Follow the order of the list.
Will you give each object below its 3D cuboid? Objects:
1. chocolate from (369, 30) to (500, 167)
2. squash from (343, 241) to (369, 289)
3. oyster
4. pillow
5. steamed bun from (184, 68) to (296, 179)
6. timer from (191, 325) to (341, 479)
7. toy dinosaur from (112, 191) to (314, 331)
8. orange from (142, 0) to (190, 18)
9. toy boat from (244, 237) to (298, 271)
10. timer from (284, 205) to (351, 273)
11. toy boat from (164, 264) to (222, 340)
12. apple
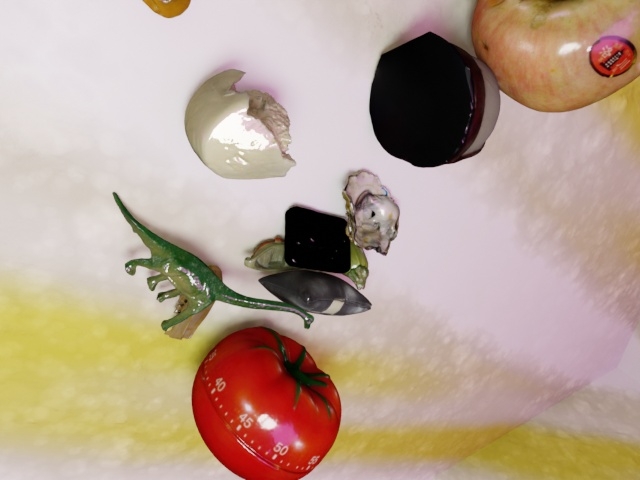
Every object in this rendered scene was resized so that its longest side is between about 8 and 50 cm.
[{"bbox_3d":[0.264,-0.304,0.986,0.186,0.283,0.284,-24,130,-36],"label":"chocolate"},{"bbox_3d":[0.094,0.068,1.184,0.105,0.132,0.105,-15,127,-21],"label":"squash"},{"bbox_3d":[0.123,-0.070,1.128,0.214,0.083,0.223,-40,113,-50],"label":"oyster"},{"bbox_3d":[-0.011,0.130,1.111,0.249,0.186,0.106,17,86,-48],"label":"pillow"},{"bbox_3d":[-0.135,-0.210,0.806,0.200,0.225,0.170,-6,122,-26],"label":"steamed bun"},{"bbox_3d":[-0.135,0.401,1.100,0.279,0.378,0.378,-46,131,6],"label":"timer"},{"bbox_3d":[-0.223,0.063,0.938,0.300,0.087,0.447,-21,114,3],"label":"toy dinosaur"},{"bbox_3d":[-0.248,-0.407,0.722,0.086,0.062,0.086,-17,129,-23],"label":"orange"},{"bbox_3d":[-0.105,0.039,1.088,0.185,0.071,0.089,0,120,-30],"label":"toy boat"},{"bbox_3d":[0.000,0.000,1.090,0.187,0.055,0.144,11,70,-36],"label":"timer"},{"bbox_3d":[-0.297,0.146,1.041,0.206,0.072,0.064,-54,156,10],"label":"toy boat"},{"bbox_3d":[0.537,-0.470,0.950,0.346,0.391,0.391,12,113,-55],"label":"apple"}]
